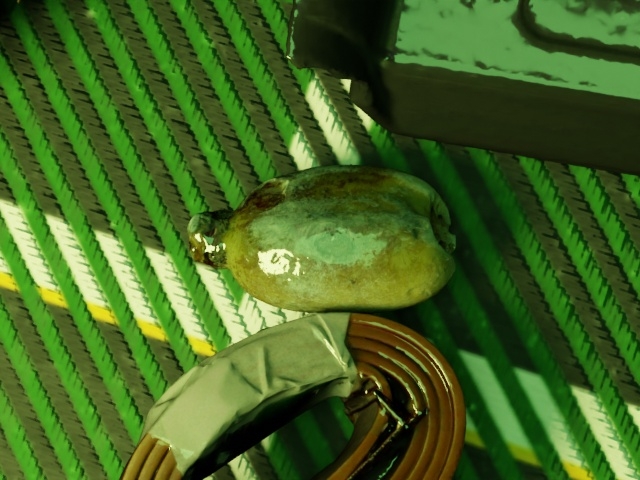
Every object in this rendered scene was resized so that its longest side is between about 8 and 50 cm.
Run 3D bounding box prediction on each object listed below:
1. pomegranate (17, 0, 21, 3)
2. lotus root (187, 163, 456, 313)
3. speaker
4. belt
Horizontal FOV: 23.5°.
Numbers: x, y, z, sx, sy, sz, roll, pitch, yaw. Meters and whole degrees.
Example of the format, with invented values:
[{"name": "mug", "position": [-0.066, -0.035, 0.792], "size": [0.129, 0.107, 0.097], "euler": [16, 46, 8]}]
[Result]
[{"name": "pomegranate", "position": [-0.349, -0.216, 1.073], "size": [0.319, 0.319, 0.319], "euler": [0, 87, 10]}, {"name": "lotus root", "position": [0.000, 0.000, 1.094], "size": [0.192, 0.088, 0.113], "euler": [-1, 47, 7]}, {"name": "speaker", "position": [0.189, -0.141, 1.023], "size": [0.388, 0.184, 0.180], "euler": [9, 89, 9]}, {"name": "belt", "position": [-0.027, 0.156, 1.050], "size": [0.261, 0.105, 0.184], "euler": [-39, 83, -16]}]
